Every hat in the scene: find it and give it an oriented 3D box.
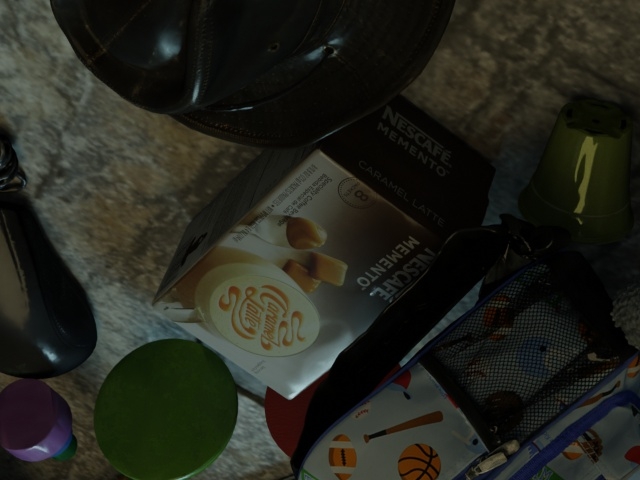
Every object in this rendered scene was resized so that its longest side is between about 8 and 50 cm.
[{"bbox_3d":[-0.085,-0.176,1.192,0.331,0.134,0.331,19,128,26],"label":"hat"}]

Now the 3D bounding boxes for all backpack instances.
[{"bbox_3d":[0.122,0.151,1.319,0.263,0.213,0.276,-33,153,6],"label":"backpack"}]

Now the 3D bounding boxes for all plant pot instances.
[{"bbox_3d":[0.184,-0.053,1.297,0.083,0.083,0.079,13,125,10],"label":"plant pot"}]

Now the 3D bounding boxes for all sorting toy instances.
[{"bbox_3d":[-0.092,0.162,1.604,0.365,0.127,0.126,-5,156,15],"label":"sorting toy"}]

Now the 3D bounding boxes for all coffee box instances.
[{"bbox_3d":[0.000,0.000,1.403,0.141,0.098,0.246,35,136,-14],"label":"coffee box"}]

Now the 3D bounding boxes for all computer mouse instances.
[{"bbox_3d":[-0.290,0.032,1.578,0.188,0.072,0.272,-8,130,28],"label":"computer mouse"}]

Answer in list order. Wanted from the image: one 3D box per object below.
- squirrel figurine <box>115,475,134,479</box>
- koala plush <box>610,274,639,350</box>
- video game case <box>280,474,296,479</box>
[{"bbox_3d":[-0.312,0.370,1.795,0.397,0.281,0.370,37,129,-18],"label":"squirrel figurine"},{"bbox_3d":[0.336,-0.007,1.195,0.203,0.196,0.221,32,127,-4],"label":"koala plush"},{"bbox_3d":[0.057,0.281,1.726,0.193,0.023,0.212,-26,120,40],"label":"video game case"}]
